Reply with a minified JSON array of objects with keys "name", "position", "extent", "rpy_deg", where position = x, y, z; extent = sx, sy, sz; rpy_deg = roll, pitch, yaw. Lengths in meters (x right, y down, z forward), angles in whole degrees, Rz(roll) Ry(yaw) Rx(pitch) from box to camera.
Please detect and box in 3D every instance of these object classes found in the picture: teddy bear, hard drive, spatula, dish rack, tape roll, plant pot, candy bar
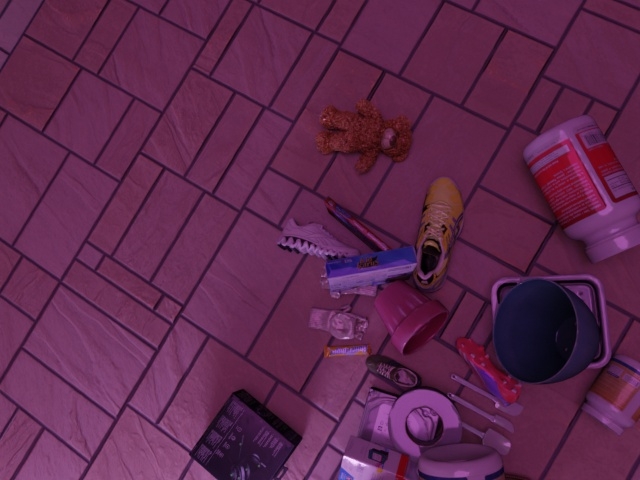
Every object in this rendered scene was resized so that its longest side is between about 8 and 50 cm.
[{"name":"teddy bear","position":[0.142,-0.364,1.858],"extent":[0.337,0.113,0.245],"rpy_deg":[29,90,14]},{"name":"hard drive","position":[0.224,0.663,1.711],"extent":[0.236,0.064,0.339],"rpy_deg":[15,86,13]},{"name":"spatula","position":[0.489,0.530,1.671],"extent":[0.241,0.019,0.168],"rpy_deg":[27,73,7]},{"name":"dish rack","position":[0.702,0.253,1.676],"extent":[0.332,0.072,0.286],"rpy_deg":[-4,80,10]},{"name":"tape roll","position":[0.314,0.556,1.637],"extent":[0.218,0.072,0.220],"rpy_deg":[-2,82,12]},{"name":"plant pot","position":[0.274,0.229,1.711],"extent":[0.201,0.201,0.180],"rpy_deg":[-43,61,2]},{"name":"plant pot","position":[0.664,0.268,1.530],"extent":[0.195,0.290,0.291],"rpy_deg":[15,83,-25]},{"name":"candy bar","position":[0.090,0.365,1.804],"extent":[0.161,0.018,0.040],"rpy_deg":[-5,81,11]}]

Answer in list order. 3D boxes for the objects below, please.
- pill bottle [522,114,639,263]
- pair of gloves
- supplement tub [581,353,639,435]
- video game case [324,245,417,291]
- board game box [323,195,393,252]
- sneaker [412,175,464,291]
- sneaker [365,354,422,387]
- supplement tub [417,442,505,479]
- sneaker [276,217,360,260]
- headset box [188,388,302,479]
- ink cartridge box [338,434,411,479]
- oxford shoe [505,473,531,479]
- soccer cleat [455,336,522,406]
[{"name":"pill bottle","position":[0.805,-0.150,1.637],"extent":[0.228,0.229,0.408],"rpy_deg":[-25,78,6]},{"name":"pair of gloves","position":[0.075,0.208,1.819],"extent":[0.204,0.042,0.240],"rpy_deg":[16,86,12]},{"name":"supplement tub","position":[0.872,0.447,1.576],"extent":[0.144,0.144,0.200],"rpy_deg":[37,90,14]},{"name":"video game case","position":[0.153,0.094,1.690],"extent":[0.269,0.244,0.061],"rpy_deg":[-10,74,1]},{"name":"board game box","position":[0.129,-0.032,1.791],"extent":[0.281,0.145,0.027],"rpy_deg":[41,86,14]},{"name":"sneaker","position":[0.383,-0.025,1.741],"extent":[0.145,0.147,0.385],"rpy_deg":[7,82,14]},{"name":"sneaker","position":[0.233,0.417,1.733],"extent":[0.192,0.086,0.064],"rpy_deg":[21,86,13]},{"name":"supplement tub","position":[0.390,0.730,1.448],"extent":[0.228,0.228,0.317],"rpy_deg":[-7,82,10]},{"name":"sneaker","position":[0.000,0.000,1.838],"extent":[0.291,0.110,0.119],"rpy_deg":[14,76,12]},{"name":"headset box","position":[-0.231,0.673,1.761],"extent":[0.283,0.131,0.246],"rpy_deg":[34,89,14]},{"name":"ink cartridge box","position":[0.179,0.686,1.611],"extent":[0.230,0.078,0.134],"rpy_deg":[17,127,12]},{"name":"oxford shoe","position":[0.477,0.783,1.608],"extent":[0.347,0.130,0.123],"rpy_deg":[-15,79,8]},{"name":"soccer cleat","position":[0.509,0.408,1.687],"extent":[0.248,0.083,0.095],"rpy_deg":[42,131,25]}]
